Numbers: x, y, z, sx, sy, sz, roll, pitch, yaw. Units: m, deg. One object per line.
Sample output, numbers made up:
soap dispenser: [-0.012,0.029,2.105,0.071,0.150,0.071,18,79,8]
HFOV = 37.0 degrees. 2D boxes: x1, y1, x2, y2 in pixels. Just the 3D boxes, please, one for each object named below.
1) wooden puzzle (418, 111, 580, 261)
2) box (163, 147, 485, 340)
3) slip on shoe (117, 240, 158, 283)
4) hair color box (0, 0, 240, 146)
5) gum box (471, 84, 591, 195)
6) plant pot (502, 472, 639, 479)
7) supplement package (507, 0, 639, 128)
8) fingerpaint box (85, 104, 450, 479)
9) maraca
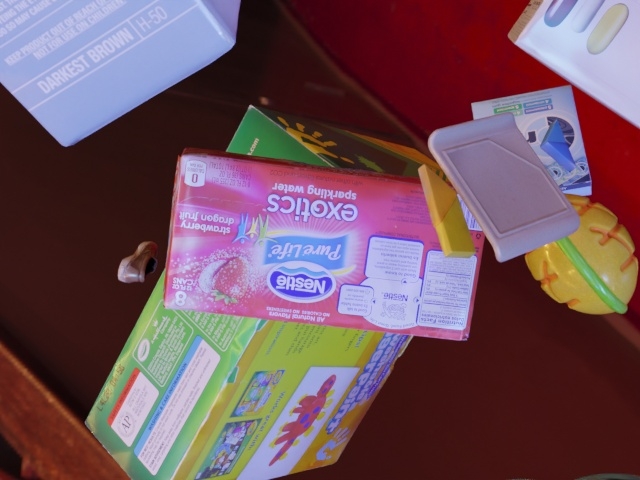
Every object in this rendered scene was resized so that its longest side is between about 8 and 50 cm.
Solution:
wooden puzzle: [0.091,-0.028,0.482,0.014,0.116,0.079,-43,63,49]
box: [0.000,0.000,0.816,0.122,0.256,0.128,-133,50,-80]
slip on shoe: [-0.276,0.036,1.505,0.135,0.041,0.051,-50,-30,-76]
hair color box: [-0.183,-0.245,0.429,0.113,0.374,0.185,-26,35,19]
gum box: [0.321,-0.143,1.468,0.041,0.157,0.184,63,-159,-56]
plant pot: [0.302,0.429,1.133,0.341,0.334,0.341,-14,64,30]
supplement package: [0.395,-0.250,1.245,0.145,0.262,0.204,-57,1,17]
fingerpaint box: [-0.029,0.084,1.195,0.163,0.371,0.445,39,109,30]
maraca: [0.248,-0.003,0.957,0.099,0.127,0.186,-38,54,14]
